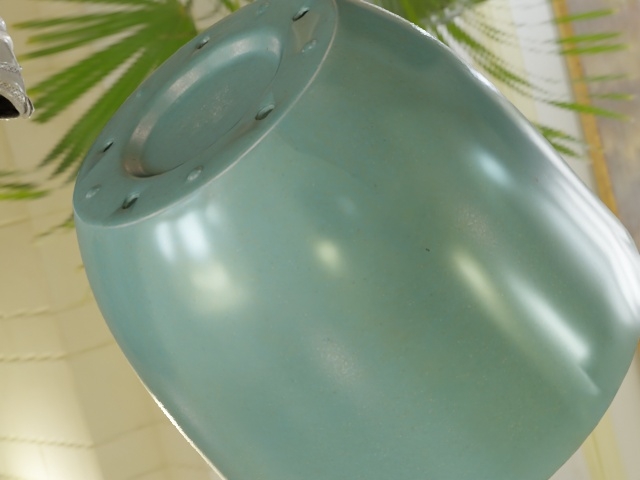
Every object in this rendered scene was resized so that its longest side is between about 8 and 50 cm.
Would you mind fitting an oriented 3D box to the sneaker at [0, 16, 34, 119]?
[{"bbox_3d":[-0.383,-0.117,1.041,0.281,0.115,0.105,-27,168,-29],"label":"sneaker"}]

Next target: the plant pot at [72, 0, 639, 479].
[{"bbox_3d":[0.000,0.000,0.691,0.293,0.235,0.293,-30,-148,21],"label":"plant pot"}]
